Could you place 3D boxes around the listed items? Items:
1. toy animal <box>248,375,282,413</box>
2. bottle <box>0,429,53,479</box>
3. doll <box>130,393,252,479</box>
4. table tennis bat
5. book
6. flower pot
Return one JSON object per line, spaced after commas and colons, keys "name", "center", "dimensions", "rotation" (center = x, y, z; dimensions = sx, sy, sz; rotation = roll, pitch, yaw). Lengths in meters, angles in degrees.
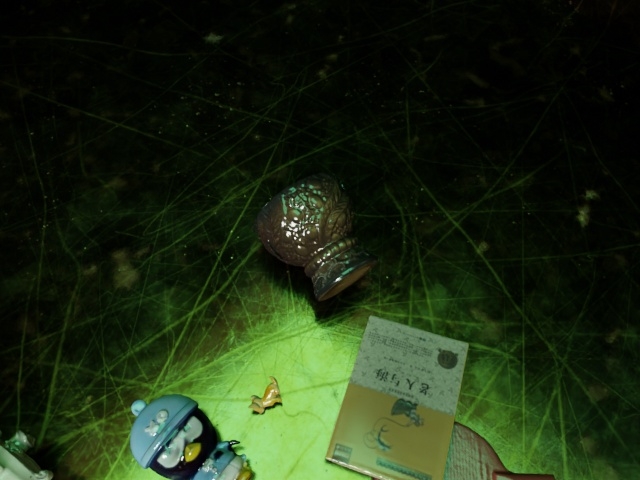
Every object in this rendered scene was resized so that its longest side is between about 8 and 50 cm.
{"name": "toy animal", "center": [-0.139, 0.379, 1.317], "dimensions": [0.084, 0.060, 0.081], "rotation": [-15, 104, -10]}
{"name": "bottle", "center": [-0.723, 0.575, 1.124], "dimensions": [0.229, 0.229, 0.351], "rotation": [36, 64, 16]}
{"name": "doll", "center": [-0.304, 0.464, 1.222], "dimensions": [0.314, 0.141, 0.177], "rotation": [33, 64, 11]}
{"name": "table tennis bat", "center": [0.328, 0.550, 1.243], "dimensions": [0.415, 0.051, 0.267], "rotation": [3, 61, 2]}
{"name": "book", "center": [0.195, 0.382, 1.310], "dimensions": [0.269, 0.032, 0.388], "rotation": [15, 57, 10]}
{"name": "flower pot", "center": [0.000, 0.000, 1.418], "dimensions": [0.267, 0.266, 0.267], "rotation": [-30, 78, -15]}
